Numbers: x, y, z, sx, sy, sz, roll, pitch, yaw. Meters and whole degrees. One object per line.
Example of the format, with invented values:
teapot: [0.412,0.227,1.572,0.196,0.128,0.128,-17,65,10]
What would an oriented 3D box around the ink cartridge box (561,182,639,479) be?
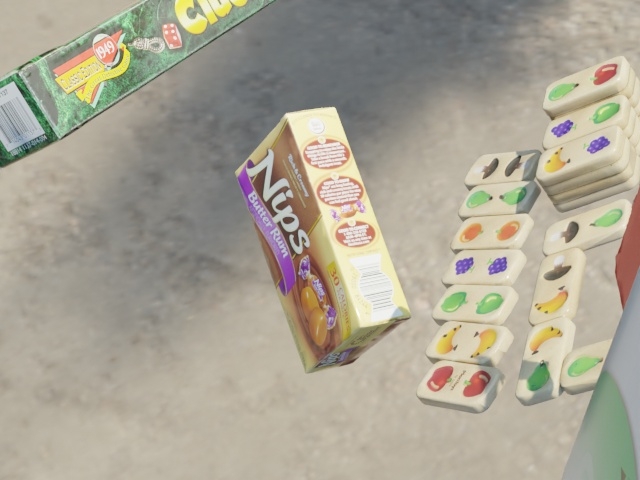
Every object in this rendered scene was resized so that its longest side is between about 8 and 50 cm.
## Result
ink cartridge box: [0.139,0.031,0.705,0.056,0.224,0.181,2,136,-7]

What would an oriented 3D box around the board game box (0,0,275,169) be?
board game box: [-0.064,-0.082,0.637,0.136,0.260,0.030,-18,106,41]

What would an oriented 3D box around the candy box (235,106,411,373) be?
candy box: [0.000,0.000,1.334,0.109,0.053,0.186,-43,63,55]

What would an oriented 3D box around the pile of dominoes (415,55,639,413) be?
pile of dominoes: [0.143,-0.008,0.987,0.196,0.251,0.040,-20,124,33]
